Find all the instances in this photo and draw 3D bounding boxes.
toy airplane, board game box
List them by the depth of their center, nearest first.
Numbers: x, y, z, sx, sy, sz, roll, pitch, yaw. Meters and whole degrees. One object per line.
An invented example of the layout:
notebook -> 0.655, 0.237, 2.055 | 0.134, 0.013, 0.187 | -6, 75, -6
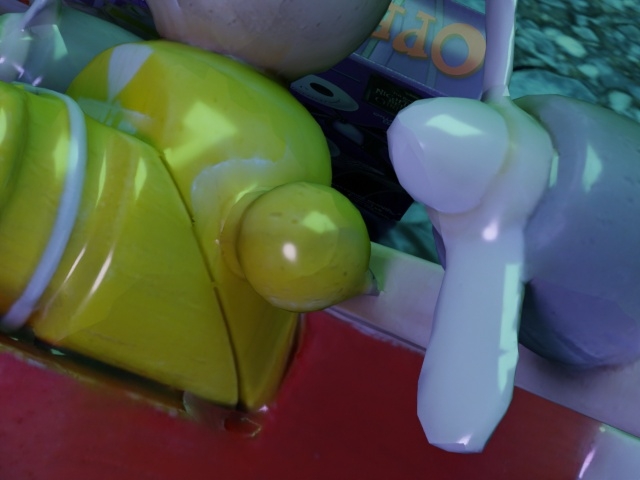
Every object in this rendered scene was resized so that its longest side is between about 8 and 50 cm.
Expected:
toy airplane -> 0.000, 0.000, 0.589 | 0.386, 0.272, 0.384 | 7, 8, 15
board game box -> -0.099, -0.117, 0.791 | 0.347, 0.208, 0.056 | 24, 73, 0
